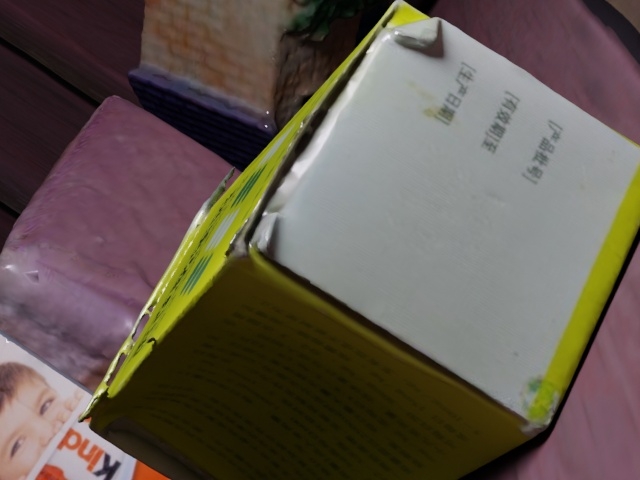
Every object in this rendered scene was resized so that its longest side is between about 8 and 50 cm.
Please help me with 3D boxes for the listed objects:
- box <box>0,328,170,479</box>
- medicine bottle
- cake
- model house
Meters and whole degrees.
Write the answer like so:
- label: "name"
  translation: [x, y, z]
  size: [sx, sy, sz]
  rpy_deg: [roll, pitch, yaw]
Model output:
- label: "box"
  translation: [-0.229, 0.211, 1.261]
  size: [0.273, 0.265, 0.048]
  rpy_deg: [-58, -33, -5]
- label: "medicine bottle"
  translation: [0.013, 0.026, 0.801]
  size: [0.137, 0.141, 0.250]
  rpy_deg: [-64, 9, -28]
- label: "cake"
  translation: [-0.163, 0.065, 1.525]
  size: [0.237, 0.230, 0.309]
  rpy_deg: [-49, 9, 31]
- label: "model house"
  translation: [-0.026, -0.198, 1.923]
  size: [0.312, 0.245, 0.280]
  rpy_deg: [-23, -53, -52]
